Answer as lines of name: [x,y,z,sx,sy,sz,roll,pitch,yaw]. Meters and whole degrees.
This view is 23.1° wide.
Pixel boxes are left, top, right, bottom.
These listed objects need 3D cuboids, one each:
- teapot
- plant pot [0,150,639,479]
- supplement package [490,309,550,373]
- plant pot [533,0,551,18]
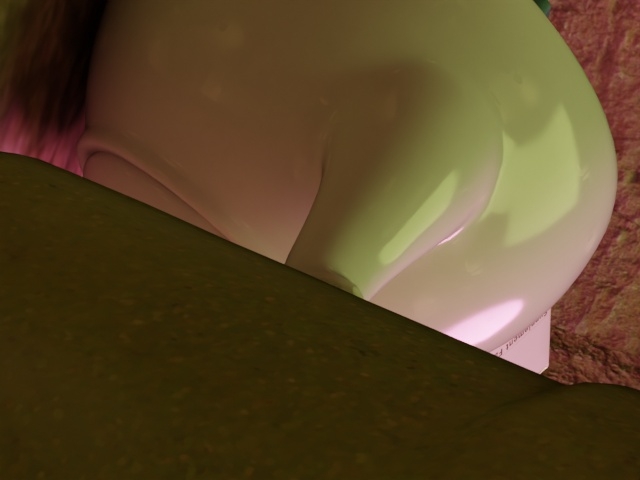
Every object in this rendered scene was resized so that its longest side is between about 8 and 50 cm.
teapot: [-0.016,-0.023,0.669,0.187,0.252,0.256,-47,151,-14]
plant pot: [-0.040,0.106,0.427,0.276,0.254,0.276,-37,144,-33]
supplement package: [0.160,0.047,1.871,0.175,0.177,0.293,-35,135,-39]
plant pot: [0.009,-0.053,0.964,0.234,0.165,0.165,-56,166,-39]
